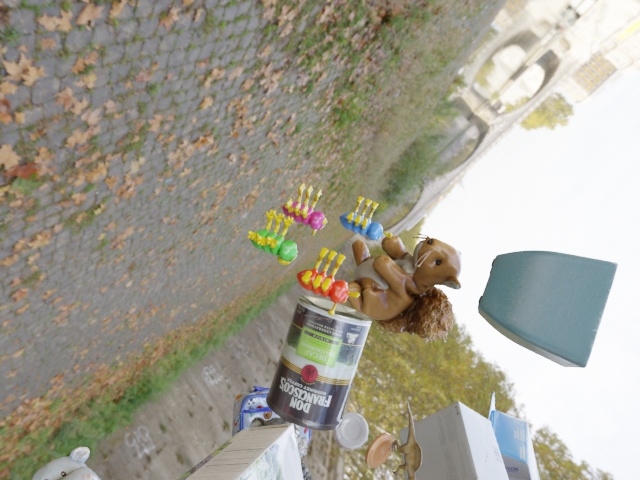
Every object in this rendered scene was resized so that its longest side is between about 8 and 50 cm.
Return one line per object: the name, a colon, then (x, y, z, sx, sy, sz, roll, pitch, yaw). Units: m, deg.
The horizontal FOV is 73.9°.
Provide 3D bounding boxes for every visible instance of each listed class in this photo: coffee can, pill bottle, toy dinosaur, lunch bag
coffee can: (-0.003, 0.301, 1.084, 0.201, 0.201, 0.276, 26, 81, -87)
pill bottle: (0.097, 0.639, 1.414, 0.108, 0.108, 0.194, -43, 159, -21)
toy dinosaur: (0.190, 0.448, 0.904, 0.093, 0.053, 0.183, 126, -26, -56)
lunch bag: (-0.182, 0.663, 1.575, 0.303, 0.243, 0.115, 6, 172, -31)

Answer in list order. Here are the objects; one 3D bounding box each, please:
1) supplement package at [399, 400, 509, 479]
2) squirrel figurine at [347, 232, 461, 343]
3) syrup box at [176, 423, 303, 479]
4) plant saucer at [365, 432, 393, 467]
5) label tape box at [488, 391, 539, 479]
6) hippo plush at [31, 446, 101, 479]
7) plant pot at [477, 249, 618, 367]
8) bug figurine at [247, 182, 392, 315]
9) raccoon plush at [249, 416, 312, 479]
supplement package: (0.333, 0.560, 1.077, 0.203, 0.149, 0.194, -41, -154, 28)
squirrel figurine: (0.324, 0.155, 1.468, 0.370, 0.397, 0.281, -21, -158, 26)
syrup box: (-0.109, 0.337, 0.574, 0.096, 0.093, 0.237, -13, 173, 15)
plant saucer: (0.136, 0.477, 0.964, 0.083, 0.084, 0.013, -43, -144, -19)
label tape box: (0.648, 0.725, 1.416, 0.115, 0.348, 0.249, -10, -176, 26)
hippo plush: (-0.493, 0.564, 0.911, 0.234, 0.237, 0.294, -21, -168, -39)
plant pot: (0.544, 0.154, 1.079, 0.248, 0.252, 0.247, -68, 157, -8)
bug figurine: (0.000, 0.000, 0.758, 0.279, 0.216, 0.072, -52, 163, -49)
raccoon plush: (-0.131, 0.718, 1.250, 0.299, 0.215, 0.447, -101, -161, -46)
